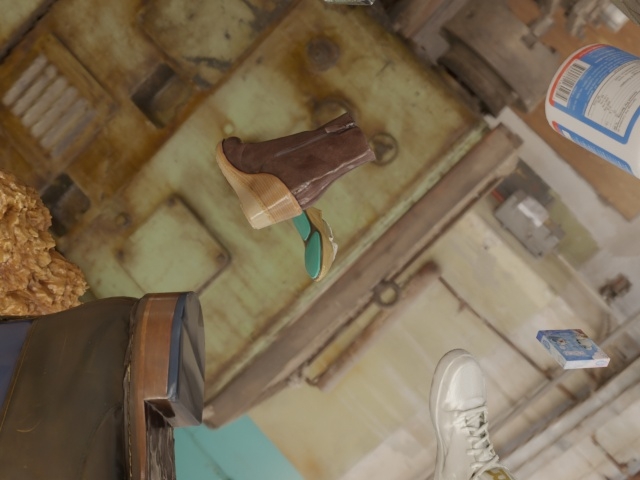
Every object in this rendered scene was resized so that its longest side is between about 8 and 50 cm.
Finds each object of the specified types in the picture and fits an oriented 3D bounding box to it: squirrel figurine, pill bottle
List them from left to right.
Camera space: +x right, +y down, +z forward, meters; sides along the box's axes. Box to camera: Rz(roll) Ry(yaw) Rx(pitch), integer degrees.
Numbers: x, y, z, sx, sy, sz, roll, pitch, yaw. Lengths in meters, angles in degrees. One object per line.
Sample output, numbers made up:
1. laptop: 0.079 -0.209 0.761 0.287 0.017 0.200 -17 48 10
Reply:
1. squirrel figurine: -0.548 0.093 1.082 0.397 0.370 0.281 -10 170 -1
2. pill bottle: 0.379 -0.138 0.875 0.124 0.221 0.124 -16 128 -22

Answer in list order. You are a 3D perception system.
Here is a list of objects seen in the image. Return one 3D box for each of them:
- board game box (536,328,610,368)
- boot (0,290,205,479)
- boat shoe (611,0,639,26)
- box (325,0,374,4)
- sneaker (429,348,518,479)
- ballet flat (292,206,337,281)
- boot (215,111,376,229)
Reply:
1. board game box: 0.437 0.187 1.313 0.090 0.090 0.020 0 120 -20
2. boot: -0.118 0.124 0.344 0.082 0.106 0.219 83 9 -55
3. boat shoe: 0.318 -0.205 0.520 0.130 0.355 0.132 -39 128 0
4. box: -0.014 -0.462 1.025 0.143 0.270 0.165 -53 -154 0
5. sneaker: 0.257 0.327 1.190 0.108 0.292 0.169 -11 -163 -23
6. ballet flat: 0.000 0.000 1.582 0.073 0.232 0.080 12 126 -25
7. boot: -0.042 -0.128 1.142 0.207 0.248 0.090 -32 129 0
